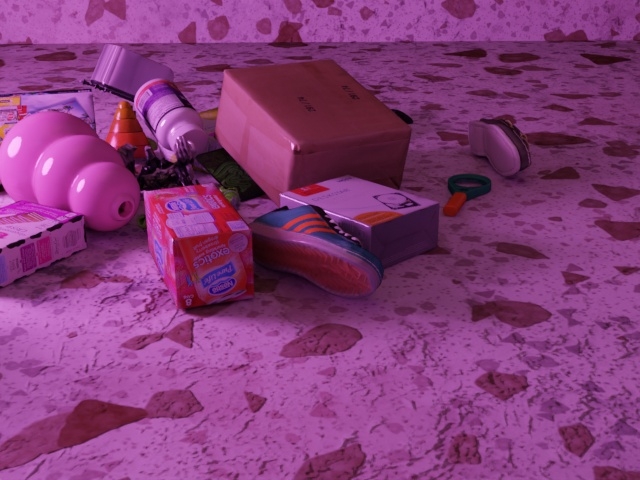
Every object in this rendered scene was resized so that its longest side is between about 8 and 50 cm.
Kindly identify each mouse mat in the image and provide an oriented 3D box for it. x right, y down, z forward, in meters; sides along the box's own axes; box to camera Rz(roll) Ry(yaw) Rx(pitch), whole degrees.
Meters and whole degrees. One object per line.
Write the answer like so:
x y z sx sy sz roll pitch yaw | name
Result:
-0.157 -0.154 1.945 0.152 0.007 0.190 44 42 20 | mouse mat

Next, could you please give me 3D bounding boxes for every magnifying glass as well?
0.294 -0.096 1.872 0.092 0.026 0.231 8 21 19 | magnifying glass

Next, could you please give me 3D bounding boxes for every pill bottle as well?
-0.324 -0.264 1.992 0.108 0.108 0.193 -14 47 -31 | pill bottle

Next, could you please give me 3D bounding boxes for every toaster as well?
-0.449 -0.382 2.131 0.186 0.110 0.168 20 2 -26 | toaster

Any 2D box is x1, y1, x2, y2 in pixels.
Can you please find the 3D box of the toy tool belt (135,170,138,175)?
-0.422 -0.141 1.971 0.051 0.052 0.083 28 23 -9 | toy tool belt

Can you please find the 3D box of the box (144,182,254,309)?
-0.204 0.003 1.491 0.128 0.122 0.257 -8 23 -19 | box

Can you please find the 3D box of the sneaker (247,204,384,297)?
0.000 0.000 1.480 0.302 0.108 0.121 19 50 42 | sneaker

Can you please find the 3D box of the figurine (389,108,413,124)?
0.100 -0.320 2.360 0.215 0.092 0.209 -17 31 -34 | figurine

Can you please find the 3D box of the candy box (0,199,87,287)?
-0.543 0.005 1.561 0.159 0.071 0.233 12 25 27 | candy box

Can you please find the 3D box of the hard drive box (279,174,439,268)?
0.067 -0.035 1.630 0.181 0.089 0.232 -19 28 -41 | hard drive box

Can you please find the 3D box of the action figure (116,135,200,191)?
-0.322 -0.142 1.841 0.164 0.141 0.276 -18 28 -17 | action figure

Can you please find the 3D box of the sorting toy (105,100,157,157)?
-0.442 -0.263 2.083 0.127 0.126 0.365 -3 12 -9 | sorting toy

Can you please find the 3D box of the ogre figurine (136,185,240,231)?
-0.232 -0.054 1.678 0.197 0.097 0.118 2 7 -24 | ogre figurine

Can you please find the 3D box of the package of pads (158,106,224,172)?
-0.208 -0.246 2.146 0.229 0.101 0.296 18 27 37 | package of pads

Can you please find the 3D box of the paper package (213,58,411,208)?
-0.020 -0.226 1.900 0.309 0.168 0.325 -12 42 -33 | paper package

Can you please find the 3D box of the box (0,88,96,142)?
-0.648 -0.268 2.129 0.233 0.159 0.044 -6 22 -14 | box

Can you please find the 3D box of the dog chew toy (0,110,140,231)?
-0.465 -0.118 1.719 0.206 0.206 0.332 -20 38 -41 | dog chew toy

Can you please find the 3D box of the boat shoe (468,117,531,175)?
0.422 -0.222 2.067 0.091 0.109 0.305 -8 19 -7 | boat shoe

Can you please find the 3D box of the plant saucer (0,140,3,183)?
-0.691 -0.168 1.969 0.188 0.045 0.188 -29 28 -8 | plant saucer
